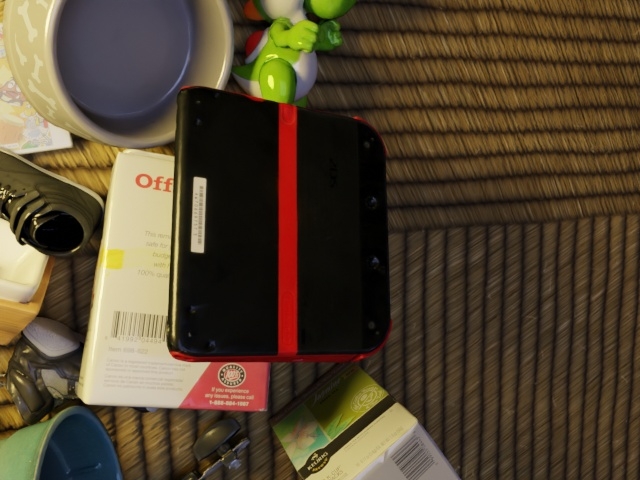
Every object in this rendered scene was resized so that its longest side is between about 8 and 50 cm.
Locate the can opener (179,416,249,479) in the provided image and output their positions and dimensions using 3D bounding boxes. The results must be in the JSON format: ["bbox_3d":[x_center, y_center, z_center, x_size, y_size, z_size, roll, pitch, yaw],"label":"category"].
[{"bbox_3d":[-0.254,0.455,1.206,0.280,0.074,0.093,-40,75,-12],"label":"can opener"}]

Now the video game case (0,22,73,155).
[{"bbox_3d":[-0.531,-0.233,1.003,0.227,0.026,0.206,-12,102,-18],"label":"video game case"}]

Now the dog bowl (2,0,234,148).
[{"bbox_3d":[-0.283,-0.299,0.966,0.349,0.102,0.348,-25,130,-34],"label":"dog bowl"}]

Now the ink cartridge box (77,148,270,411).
[{"bbox_3d":[-0.224,0.075,1.045,0.279,0.160,0.384,10,78,-22],"label":"ink cartridge box"}]

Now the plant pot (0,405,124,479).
[{"bbox_3d":[-0.509,0.454,0.954,0.334,0.341,0.341,-12,103,1],"label":"plant pot"}]

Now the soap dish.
[{"bbox_3d":[-0.559,0.036,0.938,0.291,0.229,0.118,18,108,-22],"label":"soap dish"}]

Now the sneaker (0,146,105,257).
[{"bbox_3d":[-0.478,-0.065,0.971,0.296,0.147,0.104,21,105,-26],"label":"sneaker"}]

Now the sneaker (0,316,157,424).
[{"bbox_3d":[-0.418,0.256,1.089,0.269,0.101,0.153,36,87,-17],"label":"sneaker"}]

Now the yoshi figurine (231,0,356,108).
[{"bbox_3d":[-0.019,-0.349,1.103,0.203,0.204,0.362,-1,97,-37],"label":"yoshi figurine"}]

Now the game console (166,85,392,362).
[{"bbox_3d":[-0.050,-0.018,0.927,0.342,0.060,0.386,5,76,-25],"label":"game console"}]

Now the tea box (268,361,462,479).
[{"bbox_3d":[0.109,0.449,1.195,0.220,0.323,0.329,-38,110,-11],"label":"tea box"}]
